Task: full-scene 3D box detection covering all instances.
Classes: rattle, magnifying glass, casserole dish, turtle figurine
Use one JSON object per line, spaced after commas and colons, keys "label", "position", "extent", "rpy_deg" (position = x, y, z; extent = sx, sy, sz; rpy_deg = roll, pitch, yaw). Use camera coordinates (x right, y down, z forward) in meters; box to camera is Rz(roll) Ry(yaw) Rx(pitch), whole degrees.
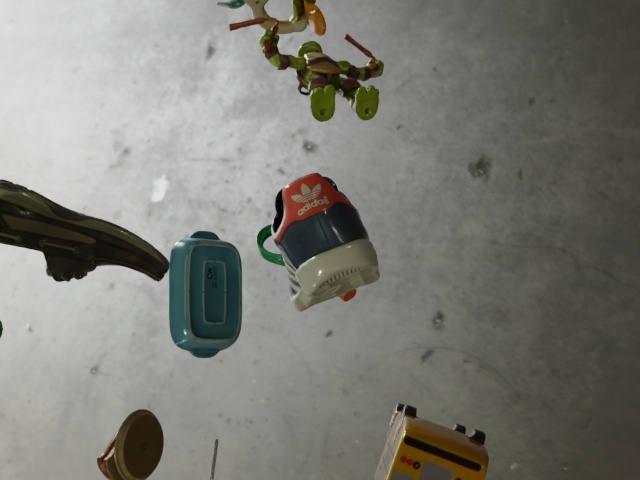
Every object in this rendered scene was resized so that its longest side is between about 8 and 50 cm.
{"label": "rattle", "position": [-0.103, -0.442, 1.515], "extent": [0.130, 0.200, 0.142], "rpy_deg": [129, 143, -48]}
{"label": "magnifying glass", "position": [-0.024, 0.034, 1.332], "extent": [0.092, 0.026, 0.231], "rpy_deg": [-28, 46, -28]}
{"label": "casserole dish", "position": [-0.162, 0.076, 1.149], "extent": [0.037, 0.114, 0.188], "rpy_deg": [-15, 74, 53]}
{"label": "turtle figurine", "position": [-0.008, -0.262, 1.235], "extent": [0.087, 0.270, 0.217], "rpy_deg": [-65, 31, 30]}

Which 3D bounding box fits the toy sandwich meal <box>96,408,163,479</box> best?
{"label": "toy sandwich meal", "position": [-0.201, 0.222, 0.842], "extent": [0.029, 0.085, 0.085], "rpy_deg": [-3, 69, 27]}

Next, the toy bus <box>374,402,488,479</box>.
{"label": "toy bus", "position": [0.138, 0.296, 1.044], "extent": [0.108, 0.332, 0.130], "rpy_deg": [19, 80, 6]}

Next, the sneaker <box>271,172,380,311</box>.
{"label": "sneaker", "position": [0.000, 0.000, 1.044], "extent": [0.131, 0.350, 0.148], "rpy_deg": [-22, 81, -8]}

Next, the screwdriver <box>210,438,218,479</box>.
{"label": "screwdriver", "position": [-0.132, 0.307, 0.970], "extent": [0.024, 0.025, 0.170], "rpy_deg": [-79, 4, -60]}

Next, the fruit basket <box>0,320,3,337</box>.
{"label": "fruit basket", "position": [-0.632, 0.165, 1.114], "extent": [0.392, 0.283, 0.392], "rpy_deg": [-8, 40, 7]}

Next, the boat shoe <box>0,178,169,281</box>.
{"label": "boat shoe", "position": [-0.449, 0.011, 1.406], "extent": [0.132, 0.355, 0.130], "rpy_deg": [158, 135, -77]}
